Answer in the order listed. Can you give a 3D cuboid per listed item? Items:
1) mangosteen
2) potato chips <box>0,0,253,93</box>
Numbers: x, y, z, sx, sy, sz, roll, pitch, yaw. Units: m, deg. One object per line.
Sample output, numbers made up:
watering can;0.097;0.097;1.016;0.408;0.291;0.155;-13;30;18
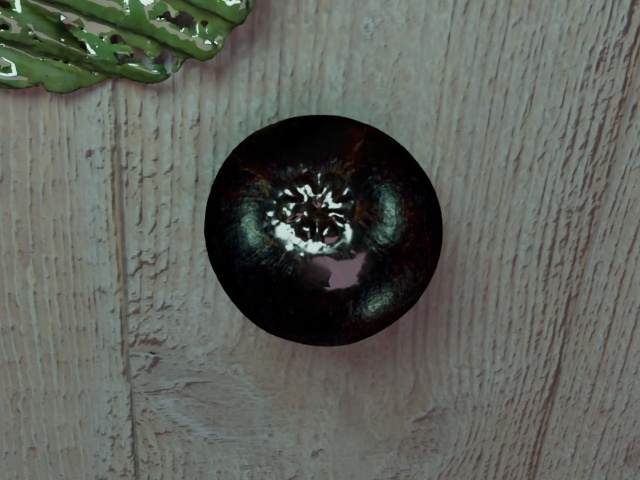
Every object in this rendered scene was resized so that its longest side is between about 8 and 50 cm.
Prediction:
mangosteen;0.007;-0.005;0.843;0.216;0.216;0.216;-5;122;-8
potato chips;-0.241;-0.273;0.685;0.389;0.097;0.373;-6;120;-9
